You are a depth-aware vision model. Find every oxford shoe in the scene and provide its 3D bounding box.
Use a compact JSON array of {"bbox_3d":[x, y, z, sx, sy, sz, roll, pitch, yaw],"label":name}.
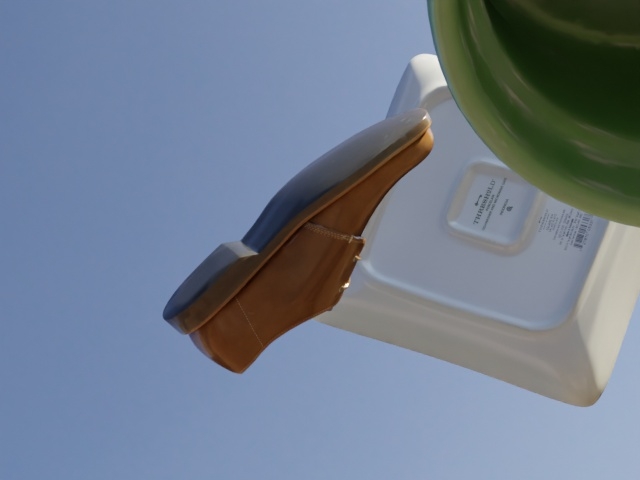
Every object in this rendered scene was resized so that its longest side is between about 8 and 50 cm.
[{"bbox_3d":[0.000,0.000,1.046,0.212,0.076,0.076,-43,-74,4],"label":"oxford shoe"}]

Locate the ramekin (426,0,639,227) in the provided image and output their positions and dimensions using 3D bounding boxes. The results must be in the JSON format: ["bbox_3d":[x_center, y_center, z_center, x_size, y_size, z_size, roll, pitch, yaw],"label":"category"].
[{"bbox_3d":[0.186,-0.168,0.777,0.303,0.148,0.303,-5,-55,-7],"label":"ramekin"}]

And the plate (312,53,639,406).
[{"bbox_3d":[0.153,-0.024,1.410,0.277,0.278,0.045,-66,-22,-17],"label":"plate"}]
